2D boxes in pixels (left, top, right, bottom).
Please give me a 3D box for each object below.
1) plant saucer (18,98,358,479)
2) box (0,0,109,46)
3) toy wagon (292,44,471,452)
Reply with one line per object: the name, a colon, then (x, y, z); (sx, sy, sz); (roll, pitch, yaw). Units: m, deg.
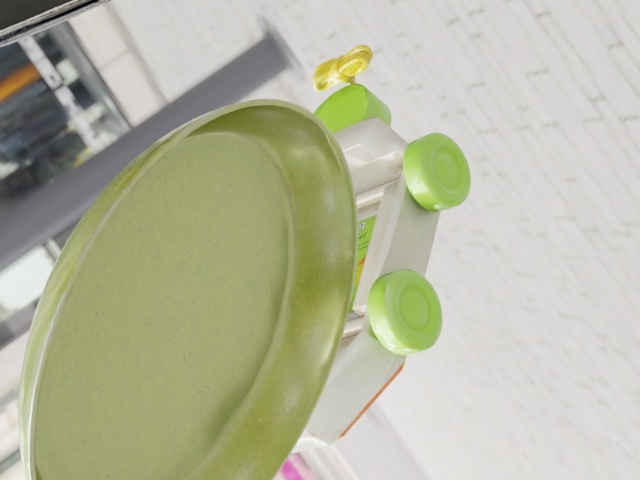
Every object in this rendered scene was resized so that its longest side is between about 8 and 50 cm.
plant saucer: (-0.062, 0.045, 0.612); (0.037, 0.241, 0.241); (20, 154, 30)
box: (-0.202, -0.193, 0.389); (0.079, 0.257, 0.322); (22, 136, 59)
toy wagon: (0.000, 0.000, 0.977); (0.068, 0.344, 0.267); (37, 143, -30)
